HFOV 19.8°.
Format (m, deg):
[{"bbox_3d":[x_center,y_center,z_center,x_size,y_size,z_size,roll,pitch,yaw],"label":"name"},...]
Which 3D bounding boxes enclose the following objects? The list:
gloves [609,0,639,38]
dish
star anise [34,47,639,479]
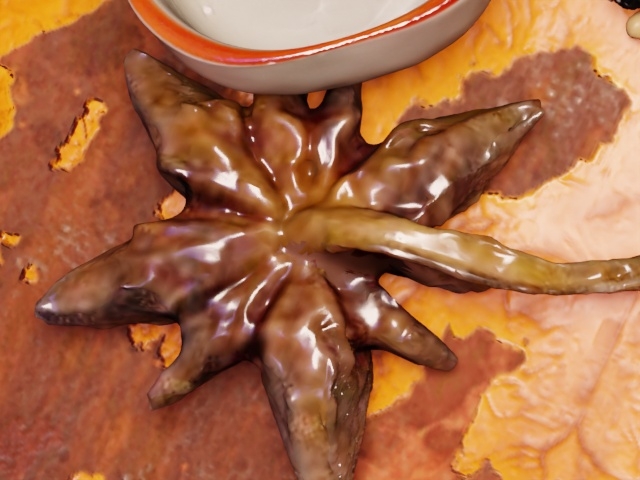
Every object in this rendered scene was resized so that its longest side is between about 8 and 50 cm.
[{"bbox_3d":[0.248,-0.185,1.074,0.129,0.106,0.181,52,128,12],"label":"gloves"},{"bbox_3d":[-0.002,-0.194,1.096,0.256,0.117,0.256,-3,70,9],"label":"dish"},{"bbox_3d":[-0.001,0.002,1.110,0.349,0.109,0.292,37,101,12],"label":"star anise"}]
